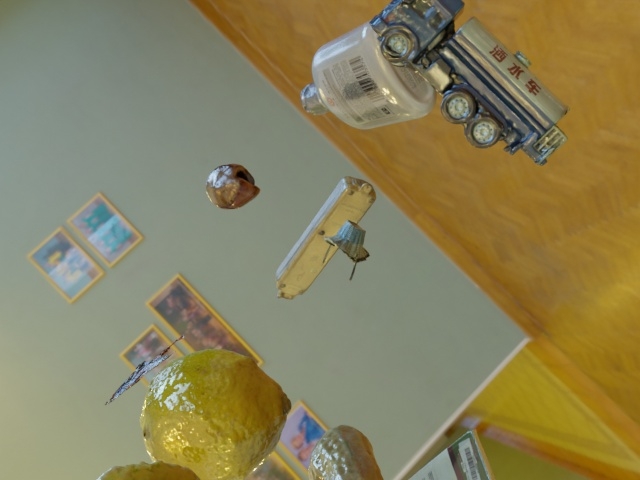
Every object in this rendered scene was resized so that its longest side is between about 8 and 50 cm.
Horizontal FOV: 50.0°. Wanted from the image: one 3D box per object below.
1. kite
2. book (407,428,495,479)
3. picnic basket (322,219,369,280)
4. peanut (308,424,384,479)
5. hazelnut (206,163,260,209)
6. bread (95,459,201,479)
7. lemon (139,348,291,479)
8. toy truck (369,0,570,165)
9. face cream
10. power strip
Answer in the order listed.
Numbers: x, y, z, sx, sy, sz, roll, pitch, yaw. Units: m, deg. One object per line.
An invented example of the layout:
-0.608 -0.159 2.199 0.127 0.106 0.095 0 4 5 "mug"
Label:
-0.323 0.240 1.276 0.009 0.189 0.232 51 154 -8 "kite"
0.265 0.542 1.408 0.026 0.289 0.201 8 -133 -29 "book"
0.039 0.014 1.039 0.065 0.083 0.083 34 -168 36 "picnic basket"
0.034 0.305 0.884 0.094 0.083 0.194 8 -166 -6 "peanut"
-0.143 -0.087 1.123 0.086 0.086 0.086 45 171 9 "hazelnut"
-0.251 0.392 0.910 0.197 0.197 0.171 48 141 -12 "bread"
-0.262 0.446 1.731 0.350 0.388 0.349 -8 -90 -89 "lemon"
0.138 -0.149 0.624 0.201 0.088 0.074 45 -164 0 "toy truck"
0.050 -0.221 0.982 0.144 0.071 0.291 54 162 -15 "face cream"
0.000 0.000 1.209 0.064 0.305 0.044 17 -143 -27 "power strip"
